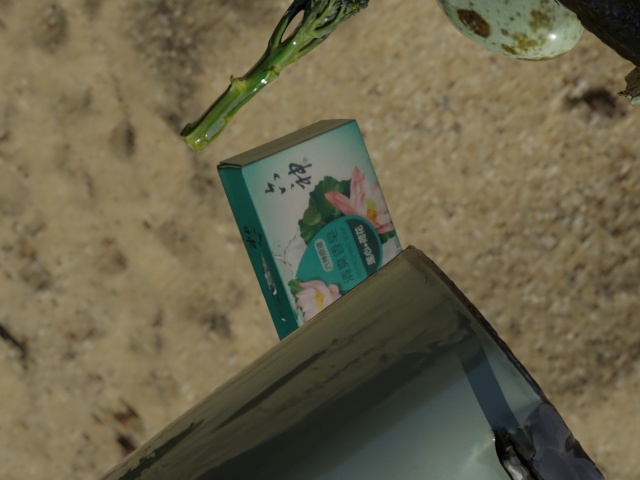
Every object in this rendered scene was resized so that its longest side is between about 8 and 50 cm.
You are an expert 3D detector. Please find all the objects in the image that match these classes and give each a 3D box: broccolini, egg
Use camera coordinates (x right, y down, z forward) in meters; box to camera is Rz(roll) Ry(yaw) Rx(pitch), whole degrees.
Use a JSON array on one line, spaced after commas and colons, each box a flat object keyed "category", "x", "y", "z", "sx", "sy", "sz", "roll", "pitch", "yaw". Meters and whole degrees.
[{"category": "broccolini", "x": -0.051, "y": -0.168, "z": 1.461, "sx": 0.067, "sy": 0.216, "sz": 0.058, "roll": 51, "pitch": -176, "yaw": 31}, {"category": "egg", "x": 0.220, "y": -0.297, "z": 1.854, "sx": 0.231, "sy": 0.169, "sz": 0.169, "roll": 59, "pitch": 167, "yaw": 33}]

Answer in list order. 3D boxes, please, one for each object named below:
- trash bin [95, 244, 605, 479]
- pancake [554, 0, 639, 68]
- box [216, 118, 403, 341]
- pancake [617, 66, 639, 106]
[{"category": "trash bin", "x": 0.011, "y": 0.164, "z": 0.926, "sx": 0.217, "sy": 0.262, "sz": 0.277, "roll": 54, "pitch": 176, "yaw": -12}, {"category": "pancake", "x": 0.296, "y": -0.249, "z": 1.279, "sx": 0.356, "sy": 0.065, "sz": 0.356, "roll": 21, "pitch": 146, "yaw": 15}, {"category": "box", "x": 0.000, "y": 0.000, "z": 1.824, "sx": 0.092, "sy": 0.153, "sz": 0.244, "roll": 8, "pitch": 120, "yaw": 67}, {"category": "pancake", "x": 0.397, "y": -0.193, "z": 1.848, "sx": 0.022, "sy": 0.116, "sz": 0.129, "roll": 58, "pitch": -175, "yaw": -15}]
